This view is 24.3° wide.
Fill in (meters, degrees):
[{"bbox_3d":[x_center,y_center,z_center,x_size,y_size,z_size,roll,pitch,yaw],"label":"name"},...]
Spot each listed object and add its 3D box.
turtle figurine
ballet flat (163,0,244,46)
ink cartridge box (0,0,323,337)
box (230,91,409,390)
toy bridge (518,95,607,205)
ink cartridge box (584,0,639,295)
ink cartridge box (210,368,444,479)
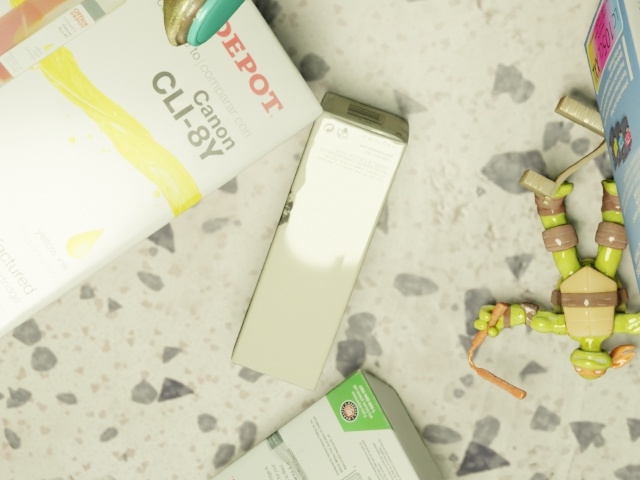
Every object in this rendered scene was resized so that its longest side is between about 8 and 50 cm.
[{"bbox_3d":[0.283,0.048,1.489,0.269,0.087,0.217,1,97,19],"label":"turtle figurine"},{"bbox_3d":[-0.059,-0.282,1.286,0.123,0.348,0.123,21,134,23],"label":"ballet flat"},{"bbox_3d":[-0.234,-0.129,1.378,0.384,0.160,0.279,-35,103,-6],"label":"ink cartridge box"},{"bbox_3d":[0.000,0.000,1.484,0.094,0.113,0.275,20,105,-2],"label":"box"},{"bbox_3d":[0.259,-0.118,1.443,0.063,0.026,0.188,27,86,-5],"label":"toy bridge"},{"bbox_3d":[0.403,-0.055,1.292,0.269,0.151,0.396,-5,63,-3],"label":"ink cartridge box"},{"bbox_3d":[0.009,0.259,1.534,0.208,0.087,0.153,-36,58,13],"label":"ink cartridge box"}]
